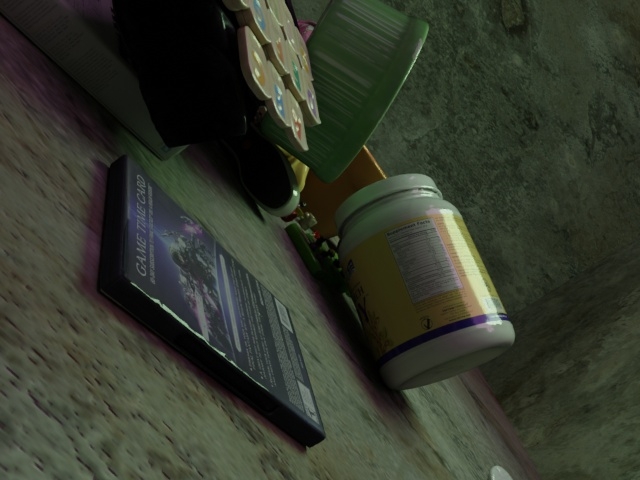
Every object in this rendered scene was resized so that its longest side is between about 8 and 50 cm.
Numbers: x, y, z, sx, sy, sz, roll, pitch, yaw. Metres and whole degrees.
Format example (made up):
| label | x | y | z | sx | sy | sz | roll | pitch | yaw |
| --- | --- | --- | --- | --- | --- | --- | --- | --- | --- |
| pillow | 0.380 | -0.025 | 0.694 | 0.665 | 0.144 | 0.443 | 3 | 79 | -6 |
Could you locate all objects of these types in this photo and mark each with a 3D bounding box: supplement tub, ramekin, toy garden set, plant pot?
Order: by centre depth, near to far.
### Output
| label | x | y | z | sx | sy | sz | roll | pitch | yaw |
| --- | --- | --- | --- | --- | --- | --- | --- | --- | --- |
| ramekin | 0.027 | -0.258 | 1.001 | 0.148 | 0.303 | 0.303 | 31 | 14 | -9 |
| supplement tub | 0.171 | 0.073 | 1.099 | 0.241 | 0.241 | 0.331 | 37 | 30 | -63 |
| toy garden set | 0.000 | 0.000 | 1.225 | 0.203 | 0.049 | 0.244 | 59 | 10 | 24 |
| plant pot | 0.036 | -0.138 | 1.424 | 0.290 | 0.204 | 0.291 | 53 | 10 | -13 |

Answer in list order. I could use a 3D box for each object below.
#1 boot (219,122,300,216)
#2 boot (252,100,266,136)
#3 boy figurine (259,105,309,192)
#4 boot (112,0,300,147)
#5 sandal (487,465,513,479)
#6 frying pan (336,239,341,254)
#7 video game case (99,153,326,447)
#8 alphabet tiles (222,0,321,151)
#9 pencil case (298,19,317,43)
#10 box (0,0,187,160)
| label | x | y | z | sx | sy | sz | roll | pitch | yaw |
| --- | --- | --- | --- | --- | --- | --- | --- | --- | --- |
| boot | -0.086 | -0.119 | 1.111 | 0.244 | 0.088 | 0.176 | 56 | 7 | 29 |
| boot | -0.164 | -0.291 | 1.322 | 0.236 | 0.085 | 0.179 | 58 | 12 | 16 |
| boy figurine | -0.050 | -0.236 | 1.252 | 0.092 | 0.177 | 0.284 | 21 | -63 | 43 |
| boot | -0.157 | -0.343 | 0.772 | 0.366 | 0.146 | 0.445 | 61 | 21 | -20 |
| sandal | 0.253 | 0.457 | 0.855 | 0.102 | 0.076 | 0.265 | 14 | 61 | -55 |
| frying pan | 0.110 | 0.105 | 1.417 | 0.197 | 0.053 | 0.326 | 50 | 12 | -33 |
| video game case | -0.098 | 0.059 | 0.589 | 0.274 | 0.026 | 0.196 | 47 | 12 | -35 |
| alphabet tiles | -0.059 | -0.255 | 0.711 | 0.284 | 0.021 | 0.277 | 48 | 31 | -63 |
| pencil case | -0.054 | -0.347 | 1.466 | 0.167 | 0.160 | 0.386 | 31 | -20 | 10 |
| box | -0.281 | -0.263 | 0.708 | 0.322 | 0.059 | 0.232 | 48 | 11 | -44 |
